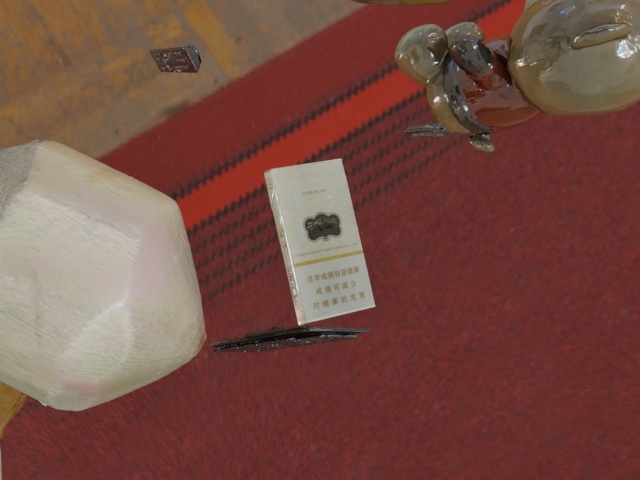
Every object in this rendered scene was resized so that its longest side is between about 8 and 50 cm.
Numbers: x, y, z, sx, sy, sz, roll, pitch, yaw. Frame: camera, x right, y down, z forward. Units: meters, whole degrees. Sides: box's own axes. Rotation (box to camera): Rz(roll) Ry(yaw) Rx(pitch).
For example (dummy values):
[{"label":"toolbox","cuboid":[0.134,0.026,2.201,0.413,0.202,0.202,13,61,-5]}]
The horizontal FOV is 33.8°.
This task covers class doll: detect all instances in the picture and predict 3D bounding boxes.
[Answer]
[{"label":"doll","cuboid":[0.251,-0.206,1.245,0.235,0.330,0.174,-7,87,-49]}]

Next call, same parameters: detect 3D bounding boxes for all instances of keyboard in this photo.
[{"label":"keyboard","cuboid":[-0.034,0.095,0.999,0.074,0.196,0.015,9,77,-31]}]

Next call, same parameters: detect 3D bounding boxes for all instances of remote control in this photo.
[{"label":"remote control","cuboid":[-0.154,-0.194,1.125,0.016,0.091,0.034,-40,117,-23]}]

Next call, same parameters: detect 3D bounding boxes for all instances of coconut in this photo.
[{"label":"coconut","cuboid":[-0.208,0.037,0.900,0.234,0.224,0.224,26,72,-17]}]

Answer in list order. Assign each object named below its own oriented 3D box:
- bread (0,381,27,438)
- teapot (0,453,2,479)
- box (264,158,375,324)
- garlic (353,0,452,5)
[{"label":"bread","cuboid":[-0.405,0.116,1.099,0.139,0.229,0.143,-45,51,22]},{"label":"teapot","cuboid":[-0.243,0.246,0.750,0.159,0.116,0.245,7,51,-44]},{"label":"box","cuboid":[0.000,0.000,1.126,0.090,0.024,0.166,-11,86,-31]},{"label":"garlic","cuboid":[0.037,-0.183,0.470,0.143,0.318,0.112,-9,74,8]}]
